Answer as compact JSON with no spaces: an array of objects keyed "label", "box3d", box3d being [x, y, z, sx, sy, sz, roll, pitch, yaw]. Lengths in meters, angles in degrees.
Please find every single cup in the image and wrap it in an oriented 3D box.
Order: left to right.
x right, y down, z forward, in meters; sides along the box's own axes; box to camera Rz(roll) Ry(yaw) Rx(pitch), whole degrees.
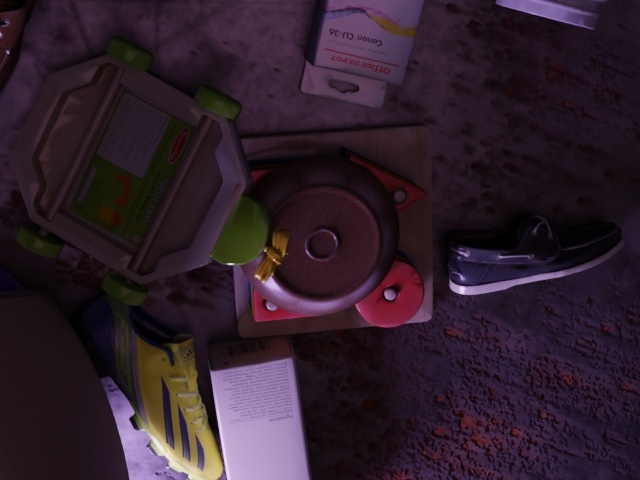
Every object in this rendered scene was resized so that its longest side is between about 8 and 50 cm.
[{"label":"cup","box3d":[-0.388,0.180,1.409,0.331,0.331,0.237,-2,91,-9]}]

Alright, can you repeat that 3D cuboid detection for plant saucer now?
[{"label":"plant saucer","box3d":[0.000,0.000,1.456,0.198,0.036,0.199,-2,107,-8]}]

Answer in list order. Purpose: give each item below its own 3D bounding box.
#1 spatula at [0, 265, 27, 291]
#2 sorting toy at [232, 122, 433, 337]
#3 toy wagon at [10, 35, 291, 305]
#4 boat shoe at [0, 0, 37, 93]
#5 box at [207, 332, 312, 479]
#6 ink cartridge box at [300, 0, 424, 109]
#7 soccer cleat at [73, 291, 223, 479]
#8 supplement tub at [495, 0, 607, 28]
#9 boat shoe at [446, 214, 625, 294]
[{"label":"spatula","box3d":[-0.457,-0.005,1.464,0.084,0.030,0.296,-34,112,4]},{"label":"sorting toy","box3d":[0.020,-0.003,1.525,0.255,0.089,0.257,-5,106,-8]},{"label":"toy wagon","box3d":[-0.188,-0.060,1.425,0.344,0.068,0.267,29,100,6]},{"label":"boat shoe","box3d":[-0.374,-0.269,1.374,0.110,0.104,0.307,19,102,-14]},{"label":"box","box3d":[-0.072,0.265,1.583,0.113,0.094,0.275,-8,107,-7]},{"label":"ink cartridge box","box3d":[0.053,-0.256,1.470,0.115,0.067,0.198,10,104,-13]},{"label":"soccer cleat","box3d":[-0.190,0.182,1.541,0.121,0.093,0.289,-34,108,-1]},{"label":"supplement tub","box3d":[0.290,-0.359,1.440,0.144,0.144,0.200,12,104,-13]},{"label":"boat shoe","box3d":[0.275,0.007,1.574,0.233,0.084,0.079,-11,108,-3]}]
